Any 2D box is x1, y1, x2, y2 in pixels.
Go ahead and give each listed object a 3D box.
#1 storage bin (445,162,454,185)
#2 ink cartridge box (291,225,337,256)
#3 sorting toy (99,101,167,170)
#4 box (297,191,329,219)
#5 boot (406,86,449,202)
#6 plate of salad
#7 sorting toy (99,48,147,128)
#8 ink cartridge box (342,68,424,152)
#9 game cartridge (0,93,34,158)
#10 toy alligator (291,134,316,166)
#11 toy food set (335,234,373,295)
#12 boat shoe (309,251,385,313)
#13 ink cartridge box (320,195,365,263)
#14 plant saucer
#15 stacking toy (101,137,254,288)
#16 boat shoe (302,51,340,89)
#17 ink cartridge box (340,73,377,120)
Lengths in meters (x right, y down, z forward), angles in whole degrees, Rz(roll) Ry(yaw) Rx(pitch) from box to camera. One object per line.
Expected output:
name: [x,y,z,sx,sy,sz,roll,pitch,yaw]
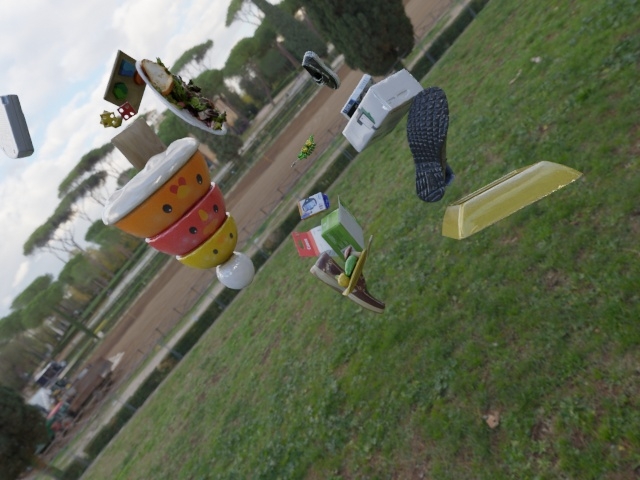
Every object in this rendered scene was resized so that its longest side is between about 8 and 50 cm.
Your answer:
storage bin: [0.548,-0.324,2.120,0.091,0.135,0.098,1,48,55]
ink cartridge box: [0.000,0.000,2.140,0.189,0.232,0.066,-114,36,-48]
sorting toy: [-0.627,-0.341,1.560,0.132,0.274,0.046,-36,29,0]
box: [-0.028,-0.150,1.955,0.136,0.081,0.028,-24,-20,21]
boot: [0.329,-0.299,1.382,0.118,0.338,0.222,4,24,14]
plate of salad: [-0.253,-0.276,0.859,0.048,0.200,0.200,-46,16,16]
sorting toy: [-0.820,-0.614,1.915,0.229,0.041,0.307,6,-77,-77]
ink cartridge box: [0.183,-0.382,1.349,0.160,0.092,0.219,-36,-7,-29]
game cartridge: [-1.007,-0.366,1.474,0.062,0.198,0.297,-26,28,-37]
toy alligator: [-0.071,-0.418,2.174,0.189,0.051,0.056,-58,4,-4]
toy food set: [0.104,0.084,1.538,0.128,0.071,0.218,93,-159,-52]
boat shoe: [0.128,0.163,1.763,0.123,0.342,0.123,-57,10,-2]
ink cartridge box: [0.095,-0.048,1.918,0.097,0.189,0.255,-32,26,19]
plant saucer: [0.493,-0.119,1.264,0.333,0.081,0.333,-29,-1,7]
stacking toy: [-0.365,-0.037,1.380,0.351,0.480,0.350,-33,25,18]
boat shoe: [0.000,-0.678,1.866,0.078,0.219,0.070,6,74,43]
ink cartridge box: [0.209,-0.649,2.161,0.206,0.045,0.208,-57,-29,7]
